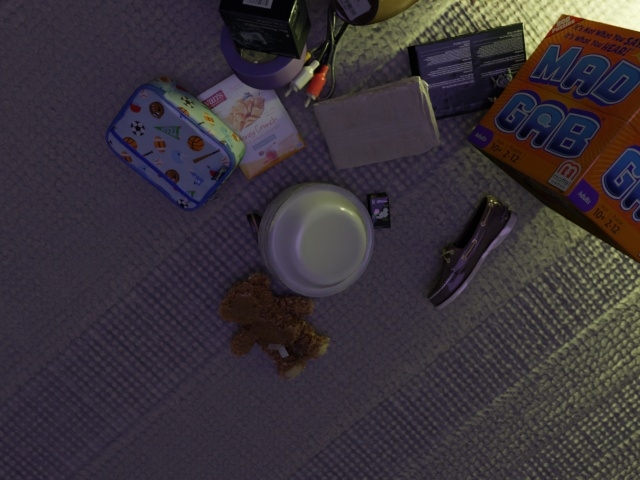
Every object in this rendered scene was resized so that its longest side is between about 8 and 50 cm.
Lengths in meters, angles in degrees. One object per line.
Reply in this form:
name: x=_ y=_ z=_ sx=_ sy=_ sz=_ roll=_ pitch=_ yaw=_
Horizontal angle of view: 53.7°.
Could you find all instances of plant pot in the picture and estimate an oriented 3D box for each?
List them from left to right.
plant pot: x=0.113 y=-0.560 z=1.367 sx=0.215 sy=0.230 sz=0.215 roll=16 pitch=136 yaw=16

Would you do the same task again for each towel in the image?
towel: x=0.135 y=-0.279 z=1.523 sx=0.282 sy=0.049 sz=0.187 roll=-9 pitch=123 yaw=20

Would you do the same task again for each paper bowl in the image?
paper bowl: x=0.000 y=0.000 z=1.563 sx=0.284 sy=0.148 sz=0.284 roll=-3 pitch=100 yaw=-21

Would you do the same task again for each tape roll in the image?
tape roll: x=-0.130 y=-0.452 z=1.464 sx=0.189 sy=0.080 sz=0.189 roll=-1 pitch=80 yaw=6

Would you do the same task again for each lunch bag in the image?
lunch bag: x=-0.346 y=-0.219 z=1.516 sx=0.303 sy=0.115 sz=0.243 roll=42 pitch=118 yaw=-11

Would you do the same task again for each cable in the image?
cable: x=0.016 y=-0.450 z=1.514 sx=0.139 sy=0.072 sz=0.287 roll=35 pitch=101 yaw=-8

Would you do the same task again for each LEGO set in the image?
LEGO set: x=0.428 y=-0.363 z=1.489 sx=0.054 sy=0.023 sz=0.083 roll=4 pitch=106 yaw=-6

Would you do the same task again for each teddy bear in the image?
teddy bear: x=-0.125 y=0.230 z=1.689 sx=0.338 sy=0.113 sz=0.245 roll=30 pitch=109 yaw=-19

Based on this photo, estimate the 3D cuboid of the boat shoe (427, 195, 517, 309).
boat shoe: x=0.376 y=0.033 z=1.653 sx=0.097 sy=0.116 sz=0.324 roll=37 pitch=96 yaw=-8

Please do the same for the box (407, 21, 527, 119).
box: x=0.359 y=-0.407 z=1.534 sx=0.261 sy=0.103 sz=0.184 roll=-12 pitch=105 yaw=-1

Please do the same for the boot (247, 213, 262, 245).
boot: x=-0.093 y=-0.008 z=1.638 sx=0.137 sy=0.077 sz=0.198 roll=-27 pitch=118 yaw=-1

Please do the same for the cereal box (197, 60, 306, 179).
cereal box: x=-0.168 y=-0.294 z=1.559 sx=0.173 sy=0.047 sz=0.240 roll=-31 pitch=105 yaw=4

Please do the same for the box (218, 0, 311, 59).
box: x=-0.114 y=-0.473 z=1.343 sx=0.156 sy=0.158 sz=0.093 roll=14 pitch=81 yaw=10

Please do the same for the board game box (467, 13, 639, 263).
board game box: x=0.637 y=-0.226 z=1.418 sx=0.356 sy=0.356 sz=0.356 roll=30 pitch=102 yaw=-33

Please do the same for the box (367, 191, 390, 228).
box: x=0.150 y=-0.077 z=1.632 sx=0.052 sy=0.062 sz=0.083 roll=-5 pitch=106 yaw=-1
